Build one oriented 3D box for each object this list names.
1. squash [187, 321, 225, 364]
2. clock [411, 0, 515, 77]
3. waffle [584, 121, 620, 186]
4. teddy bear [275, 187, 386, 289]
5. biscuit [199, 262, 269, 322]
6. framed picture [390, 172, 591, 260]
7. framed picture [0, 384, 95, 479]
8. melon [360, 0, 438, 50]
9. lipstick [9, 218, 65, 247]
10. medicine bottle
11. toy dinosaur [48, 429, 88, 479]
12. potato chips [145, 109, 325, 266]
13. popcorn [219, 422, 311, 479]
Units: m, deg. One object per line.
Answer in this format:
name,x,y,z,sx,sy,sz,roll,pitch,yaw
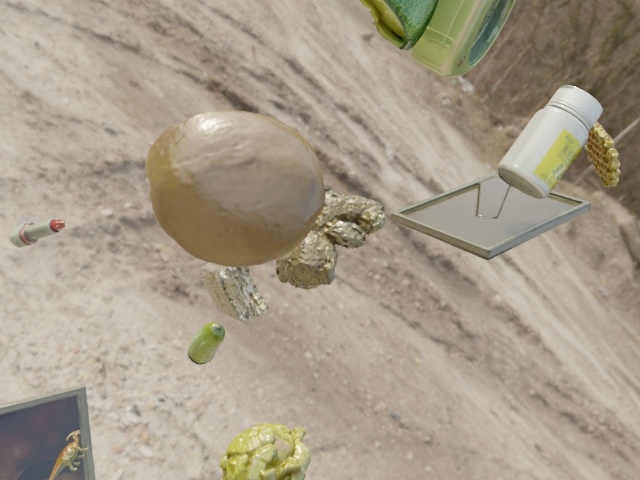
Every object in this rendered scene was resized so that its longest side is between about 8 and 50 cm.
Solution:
squash,-0.358,0.315,2.287,0.095,0.188,0.095,13,52,-17
clock,0.292,-0.435,1.365,0.096,0.235,0.308,31,26,16
waffle,0.723,-0.221,1.850,0.191,0.038,0.191,-17,90,-83
teddy bear,0.000,0.000,1.699,0.156,0.267,0.256,33,69,-39
biscuit,-0.173,0.091,1.374,0.108,0.062,0.239,64,-18,-9
framed picture,0.455,-0.078,1.917,0.446,0.028,0.326,-20,31,-35
framed picture,-0.553,0.449,1.421,0.211,0.020,0.289,-8,98,-38
melon,0.116,-0.445,1.131,0.265,0.169,0.129,40,-2,-23
lipstick,-0.752,-0.027,1.948,0.057,0.186,0.063,55,36,-36
medicine bottle,0.558,-0.240,1.753,0.143,0.258,0.143,35,-2,1
toy dinosaur,-0.428,0.377,1.225,0.041,0.026,0.113,27,56,-14
potato chips,-0.094,-0.066,0.828,0.208,0.195,0.062,35,-10,-11
popcorn,-0.141,0.605,1.930,0.259,0.259,0.212,35,10,-26
